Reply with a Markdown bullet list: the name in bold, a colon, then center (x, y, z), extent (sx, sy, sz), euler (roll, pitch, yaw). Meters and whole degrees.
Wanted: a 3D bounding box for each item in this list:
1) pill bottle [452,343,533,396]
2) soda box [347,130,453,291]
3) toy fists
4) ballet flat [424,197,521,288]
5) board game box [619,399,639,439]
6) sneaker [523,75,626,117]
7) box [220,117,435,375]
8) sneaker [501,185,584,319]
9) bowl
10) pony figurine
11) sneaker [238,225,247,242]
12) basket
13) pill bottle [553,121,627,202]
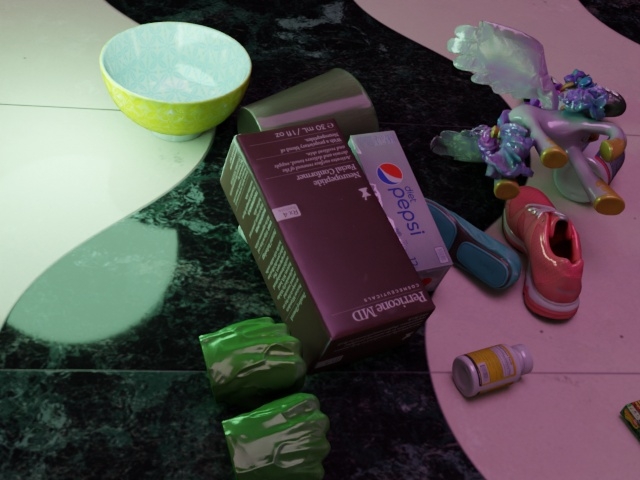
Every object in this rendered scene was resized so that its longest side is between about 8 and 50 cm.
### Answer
- **pill bottle**: center (0.268, 0.196, 1.308), extent (0.116, 0.065, 0.065), euler (-11, 46, -22)
- **soda box**: center (0.125, -0.048, 1.471), extent (0.091, 0.098, 0.286), euler (-10, 61, -19)
- **toy fists**: center (-0.074, 0.229, 1.195), extent (0.142, 0.096, 0.279), euler (-14, 48, -10)
- **ballet flat**: center (0.255, 0.004, 1.515), extent (0.247, 0.083, 0.087), euler (38, 26, 28)
- **board game box**: center (0.571, 0.332, 1.239), extent (0.136, 0.030, 0.260), euler (-10, 48, -23)
- **sneaker**: center (0.558, -0.304, 1.891), extent (0.234, 0.078, 0.106), euler (17, 46, 14)
- **box**: center (0.000, 0.000, 1.348), extent (0.191, 0.143, 0.381), euler (-15, 65, -27)
- **sneaker**: center (0.411, -0.012, 1.503), extent (0.115, 0.136, 0.314), euler (4, 43, -7)
- **bowl**: center (-0.282, -0.290, 1.664), extent (0.289, 0.156, 0.290), euler (5, 43, -4)
- **pony figurine**: center (0.394, -0.214, 1.581), extent (0.350, 0.303, 0.363), euler (8, 40, 2)
- **sneaker**: center (-0.037, -0.046, 1.504), extent (0.237, 0.085, 0.086), euler (-32, 64, -34)
- **basket**: center (-0.035, -0.227, 1.651), extent (0.226, 0.154, 0.204), euler (-19, 49, -23)
- **pill bottle**: center (0.553, -0.164, 1.712), extent (0.108, 0.108, 0.180), euler (29, 46, 20)
